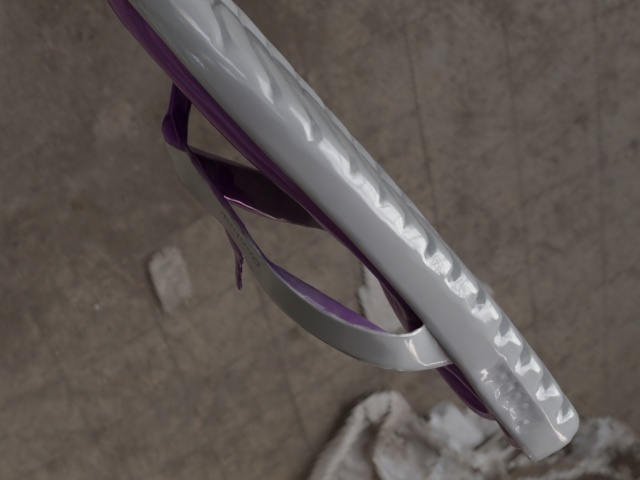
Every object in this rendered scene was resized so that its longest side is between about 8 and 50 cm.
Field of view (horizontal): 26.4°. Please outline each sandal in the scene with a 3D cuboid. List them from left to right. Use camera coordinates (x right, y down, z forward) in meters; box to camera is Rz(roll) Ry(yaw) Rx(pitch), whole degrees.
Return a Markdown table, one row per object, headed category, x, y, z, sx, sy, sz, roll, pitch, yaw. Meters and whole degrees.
| category | x | y | z | sx | sy | sz | roll | pitch | yaw |
| --- | --- | --- | --- | --- | --- | --- | --- | --- | --- |
| sandal | 0.004 | 0.006 | 0.728 | 0.102 | 0.169 | 0.416 | -41 | 119 | 4 |
